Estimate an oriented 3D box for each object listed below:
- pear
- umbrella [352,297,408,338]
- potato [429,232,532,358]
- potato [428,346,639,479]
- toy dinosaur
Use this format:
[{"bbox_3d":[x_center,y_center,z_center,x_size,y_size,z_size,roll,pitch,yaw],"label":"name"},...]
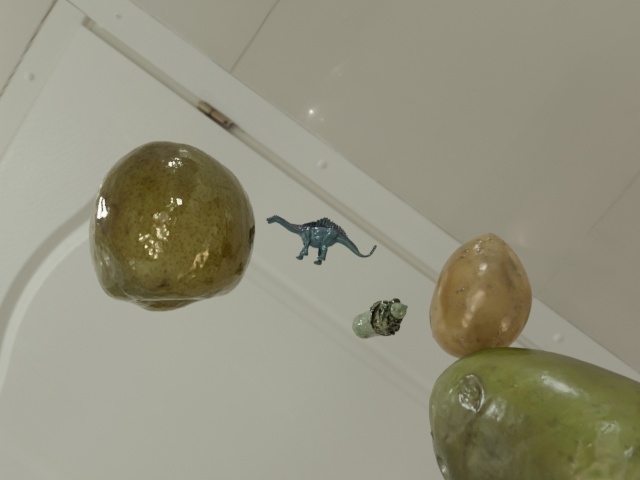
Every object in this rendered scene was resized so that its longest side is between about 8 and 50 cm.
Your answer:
[{"bbox_3d":[-0.187,-0.021,0.636,0.229,0.211,0.188,-17,-17,42],"label":"pear"},{"bbox_3d":[0.103,0.137,0.857,0.067,0.062,0.143,-41,-2,-35],"label":"umbrella"},{"bbox_3d":[0.182,0.067,0.580,0.147,0.112,0.112,-63,2,-15],"label":"potato"},{"bbox_3d":[0.189,0.180,0.413,0.148,0.197,0.228,-48,37,-17],"label":"potato"},{"bbox_3d":[0.000,0.000,0.846,0.045,0.198,0.080,122,163,-66],"label":"toy dinosaur"}]
